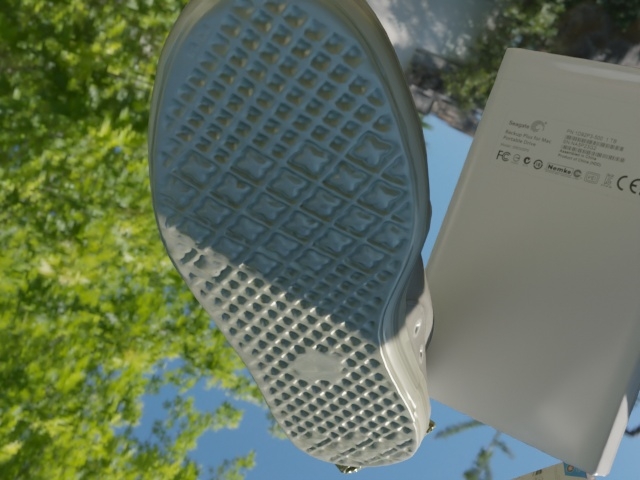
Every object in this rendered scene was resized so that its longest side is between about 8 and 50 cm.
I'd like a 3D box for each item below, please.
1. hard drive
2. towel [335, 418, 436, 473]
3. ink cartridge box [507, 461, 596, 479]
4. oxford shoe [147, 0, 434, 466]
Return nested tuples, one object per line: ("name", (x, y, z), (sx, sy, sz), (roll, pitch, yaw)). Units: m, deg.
("hard drive", (0.191, 0.005, 0.744), (0.203, 0.308, 0.040), (21, -179, 39))
("towel", (0.073, 0.263, 1.238), (0.148, 0.027, 0.110), (-22, -159, -18))
("ink cartridge box", (0.372, 0.442, 1.518), (0.060, 0.180, 0.104), (55, -157, -23))
("oxford shoe", (0.000, 0.000, 0.616), (0.169, 0.449, 0.130), (0, -129, 14))
